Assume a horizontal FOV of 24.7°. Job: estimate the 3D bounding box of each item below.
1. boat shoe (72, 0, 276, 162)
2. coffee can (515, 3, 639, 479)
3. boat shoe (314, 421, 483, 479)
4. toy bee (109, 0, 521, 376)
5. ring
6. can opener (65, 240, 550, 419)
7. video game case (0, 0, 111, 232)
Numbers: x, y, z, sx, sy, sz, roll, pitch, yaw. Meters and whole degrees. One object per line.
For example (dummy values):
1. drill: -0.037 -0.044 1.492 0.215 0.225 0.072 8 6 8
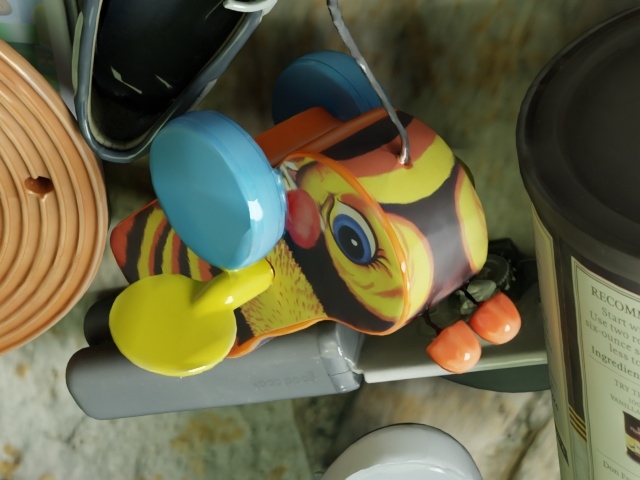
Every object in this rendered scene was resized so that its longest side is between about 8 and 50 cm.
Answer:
1. boat shoe: -0.046 -0.135 0.602 0.095 0.079 0.254 26 132 -14
2. coffee can: 0.199 0.053 0.646 0.201 0.201 0.275 -3 130 12
3. boat shoe: 0.043 0.181 0.874 0.113 0.105 0.306 0 140 4
4. toy bee: 0.000 0.000 0.628 0.162 0.195 0.298 56 167 7
5. ring: -0.271 -0.031 0.709 0.336 0.032 0.337 1 141 1
6. can opener: 0.007 0.065 0.788 0.283 0.076 0.095 -9 130 19
7. video game case: -0.216 -0.111 0.692 0.204 0.025 0.285 4 133 6
